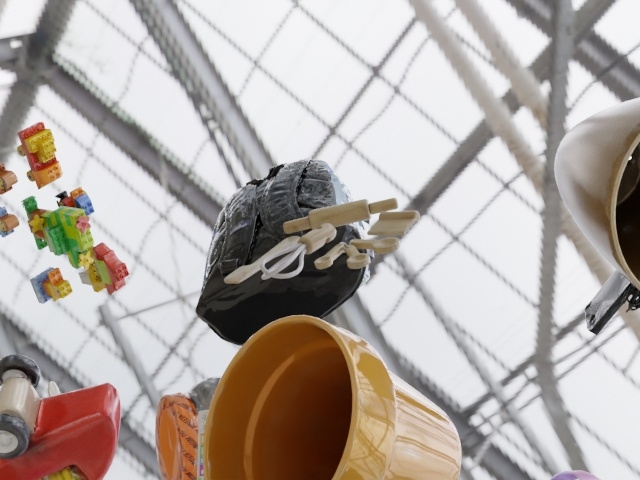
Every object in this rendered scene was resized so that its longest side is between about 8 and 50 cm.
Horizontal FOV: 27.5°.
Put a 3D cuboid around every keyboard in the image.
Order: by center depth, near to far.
[{"bbox_3d":[0.399,0.048,1.631,0.038,0.100,0.192,29,-61,-7],"label":"keyboard"}]

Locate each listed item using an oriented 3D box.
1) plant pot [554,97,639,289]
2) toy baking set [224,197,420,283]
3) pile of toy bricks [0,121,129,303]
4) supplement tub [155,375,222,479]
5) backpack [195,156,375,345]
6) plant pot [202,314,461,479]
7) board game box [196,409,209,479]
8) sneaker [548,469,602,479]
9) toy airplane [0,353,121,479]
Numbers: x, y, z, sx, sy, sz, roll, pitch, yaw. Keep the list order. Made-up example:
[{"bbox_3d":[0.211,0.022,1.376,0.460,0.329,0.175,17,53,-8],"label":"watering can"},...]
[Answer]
[{"bbox_3d":[0.372,-0.064,1.468,0.254,0.237,0.237,-144,-136,-70],"label":"plant pot"},{"bbox_3d":[0.002,-0.003,1.732,0.256,0.196,0.030,-11,-70,13],"label":"toy baking set"},{"bbox_3d":[-0.286,-0.016,1.446,0.105,0.118,0.212,8,-56,43],"label":"pile of toy bricks"},{"bbox_3d":[-0.083,0.298,2.013,0.193,0.316,0.193,178,-90,-68],"label":"supplement tub"},{"bbox_3d":[-0.051,0.006,2.162,0.273,0.290,0.355,52,13,-36],"label":"backpack"},{"bbox_3d":[0.026,0.193,1.230,0.205,0.188,0.205,-24,-125,40],"label":"plant pot"},{"bbox_3d":[-0.093,0.266,1.547,0.026,0.154,0.103,-11,-114,26],"label":"board game box"},{"bbox_3d":[0.128,0.259,0.871,0.104,0.095,0.236,25,-78,56],"label":"sneaker"},{"bbox_3d":[-0.421,0.354,1.710,0.272,0.386,0.384,41,-23,-27],"label":"toy airplane"}]
